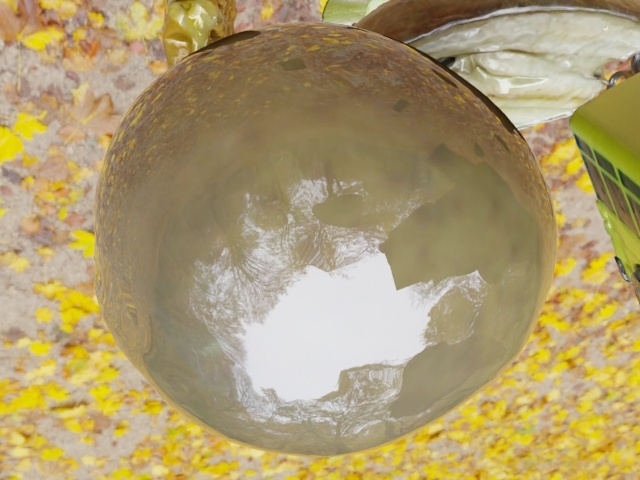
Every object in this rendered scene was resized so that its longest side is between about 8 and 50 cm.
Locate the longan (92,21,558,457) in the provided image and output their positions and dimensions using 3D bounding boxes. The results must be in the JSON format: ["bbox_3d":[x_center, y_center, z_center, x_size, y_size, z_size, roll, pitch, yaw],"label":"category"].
[{"bbox_3d":[0.000,0.000,0.460,0.319,0.318,0.319,-9,138,-8],"label":"longan"}]

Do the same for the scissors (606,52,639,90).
[{"bbox_3d":[0.404,-0.135,0.762,0.017,0.220,0.088,7,147,-23],"label":"scissors"}]

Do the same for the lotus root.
[{"bbox_3d":[0.136,-0.188,0.617,0.314,0.142,0.210,-8,154,-13],"label":"lotus root"}]

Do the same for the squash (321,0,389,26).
[{"bbox_3d":[0.101,-0.471,1.393,0.170,0.123,0.170,-11,108,-36],"label":"squash"}]

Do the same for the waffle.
[{"bbox_3d":[-0.116,-0.208,0.666,0.068,0.325,0.302,1,133,-3],"label":"waffle"}]

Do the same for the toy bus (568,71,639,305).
[{"bbox_3d":[0.204,0.005,0.245,0.128,0.262,0.150,-25,110,13],"label":"toy bus"}]
